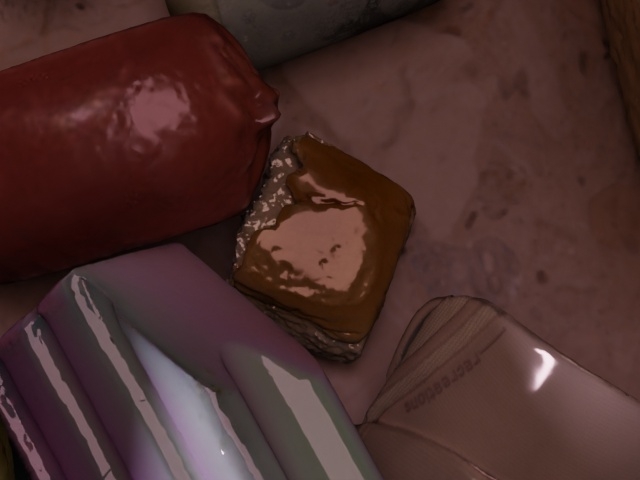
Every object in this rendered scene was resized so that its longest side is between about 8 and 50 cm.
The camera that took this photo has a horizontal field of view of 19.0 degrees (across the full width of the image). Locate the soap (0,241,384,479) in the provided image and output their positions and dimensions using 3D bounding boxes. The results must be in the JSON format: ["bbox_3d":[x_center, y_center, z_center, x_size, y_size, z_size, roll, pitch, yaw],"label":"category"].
[{"bbox_3d":[-0.058,0.162,1.088,0.109,0.193,0.324,-15,71,-47],"label":"soap"}]

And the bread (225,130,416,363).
[{"bbox_3d":[0.000,0.001,1.191,0.106,0.082,0.125,21,73,10],"label":"bread"}]

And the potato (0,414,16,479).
[{"bbox_3d":[-0.303,0.155,1.101,0.330,0.213,0.280,-35,105,11],"label":"potato"}]

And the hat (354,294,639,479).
[{"bbox_3d":[0.095,0.162,1.099,0.219,0.226,0.164,33,56,9],"label":"hat"}]

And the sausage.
[{"bbox_3d":[-0.141,-0.053,1.161,0.254,0.148,0.148,-19,76,17],"label":"sausage"}]

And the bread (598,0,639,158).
[{"bbox_3d":[0.352,-0.223,1.165,0.371,0.279,0.390,-9,74,-6],"label":"bread"}]

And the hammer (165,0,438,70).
[{"bbox_3d":[-0.040,-0.266,1.254,0.202,0.113,0.305,-21,72,-10],"label":"hammer"}]
